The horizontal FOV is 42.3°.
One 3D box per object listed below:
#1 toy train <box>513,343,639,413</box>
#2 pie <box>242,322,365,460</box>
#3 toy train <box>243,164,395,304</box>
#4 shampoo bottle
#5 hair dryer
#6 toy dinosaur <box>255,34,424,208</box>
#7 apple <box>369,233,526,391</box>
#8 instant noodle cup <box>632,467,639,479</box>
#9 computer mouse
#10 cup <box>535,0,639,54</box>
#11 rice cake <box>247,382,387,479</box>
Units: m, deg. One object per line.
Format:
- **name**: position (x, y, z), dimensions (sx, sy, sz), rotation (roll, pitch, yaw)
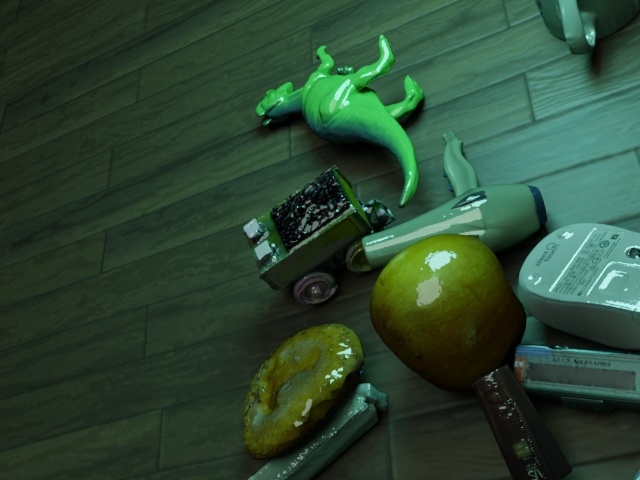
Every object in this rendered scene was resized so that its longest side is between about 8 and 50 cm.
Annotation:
- **toy train**: position (0.467, 0.197, 1.106), dimensions (0.410, 0.086, 0.089), rotation (1, 71, 33)
- **pie**: position (-0.039, 0.245, 1.381), dimensions (0.273, 0.069, 0.273), rotation (-36, 22, 17)
- **toy train**: position (0.000, 0.000, 1.466), dimensions (0.261, 0.177, 0.134), rotation (-34, 50, 10)
- **shampoo bottle**: position (0.285, 0.290, 1.136), dimensions (0.068, 0.067, 0.236), rotation (-42, 70, 48)
- **hair dryer**: position (0.188, -0.052, 1.405), dimensions (0.296, 0.119, 0.298), rotation (-29, 41, -11)
- **toy dinosaur**: position (0.008, -0.208, 1.588), dimensions (0.375, 0.144, 0.499), rotation (-19, 41, 25)
- **apple**: position (0.194, 0.104, 1.243), dimensions (0.207, 0.237, 0.237), rotation (-43, 49, 4)
- **instant noodle cup**: position (0.446, 0.324, 0.974), dimensions (0.178, 0.125, 0.208), rotation (-25, 27, 45)
- **computer mouse**: position (0.434, 0.071, 1.186), dimensions (0.297, 0.121, 0.184), rotation (5, 53, 51)
- **cup**: position (0.441, -0.455, 1.421), dimensions (0.187, 0.234, 0.257), rotation (-5, 63, 31)
- **rice cake**: position (-0.029, 0.354, 1.347), dimensions (0.336, 0.066, 0.063), rotation (-40, 49, 5)
